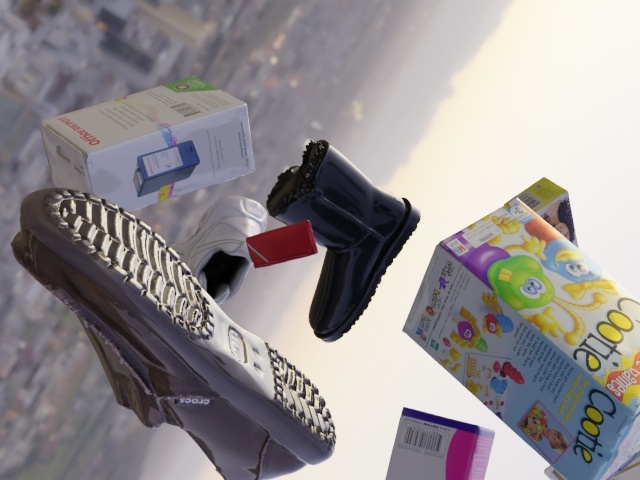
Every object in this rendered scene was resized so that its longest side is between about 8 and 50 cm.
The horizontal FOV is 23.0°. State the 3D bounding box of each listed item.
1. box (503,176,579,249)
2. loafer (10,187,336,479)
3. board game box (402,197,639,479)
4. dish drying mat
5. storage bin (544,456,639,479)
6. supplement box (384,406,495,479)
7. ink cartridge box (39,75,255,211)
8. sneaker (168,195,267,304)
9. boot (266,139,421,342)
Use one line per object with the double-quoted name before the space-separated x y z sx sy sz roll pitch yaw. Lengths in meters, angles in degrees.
"box" 0.342 0.021 2.367 0.087 0.058 0.232 -35 133 -17
"loafer" -0.145 0.105 1.389 0.130 0.366 0.134 -40 -160 16
"board game box" 0.246 0.110 1.674 0.142 0.275 0.144 -28 150 -38
"dish drying mat" -0.036 0.005 1.427 0.008 0.032 0.083 -16 -179 -44
"storage bin" 0.378 0.226 2.018 0.123 0.260 0.262 -24 -139 25
"supplement box" 0.148 0.346 2.110 0.114 0.111 0.220 30 74 -69
"ink cartridge box" -0.208 -0.114 1.881 0.154 0.212 0.093 32 -46 54
"sneaker" -0.153 0.049 1.967 0.232 0.090 0.115 -50 -155 34
"boot" 0.000 0.000 2.220 0.246 0.207 0.094 -56 -152 6
